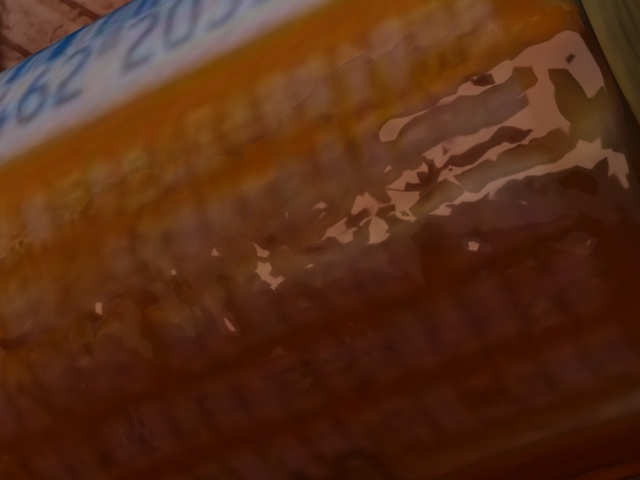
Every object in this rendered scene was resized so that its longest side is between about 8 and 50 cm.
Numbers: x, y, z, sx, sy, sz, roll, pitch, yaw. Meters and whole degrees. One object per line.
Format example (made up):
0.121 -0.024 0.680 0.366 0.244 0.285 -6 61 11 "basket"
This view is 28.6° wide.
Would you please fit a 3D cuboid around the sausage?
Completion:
0.000 0.000 0.475 0.287 0.233 0.233 -24 89 22 "sausage"
